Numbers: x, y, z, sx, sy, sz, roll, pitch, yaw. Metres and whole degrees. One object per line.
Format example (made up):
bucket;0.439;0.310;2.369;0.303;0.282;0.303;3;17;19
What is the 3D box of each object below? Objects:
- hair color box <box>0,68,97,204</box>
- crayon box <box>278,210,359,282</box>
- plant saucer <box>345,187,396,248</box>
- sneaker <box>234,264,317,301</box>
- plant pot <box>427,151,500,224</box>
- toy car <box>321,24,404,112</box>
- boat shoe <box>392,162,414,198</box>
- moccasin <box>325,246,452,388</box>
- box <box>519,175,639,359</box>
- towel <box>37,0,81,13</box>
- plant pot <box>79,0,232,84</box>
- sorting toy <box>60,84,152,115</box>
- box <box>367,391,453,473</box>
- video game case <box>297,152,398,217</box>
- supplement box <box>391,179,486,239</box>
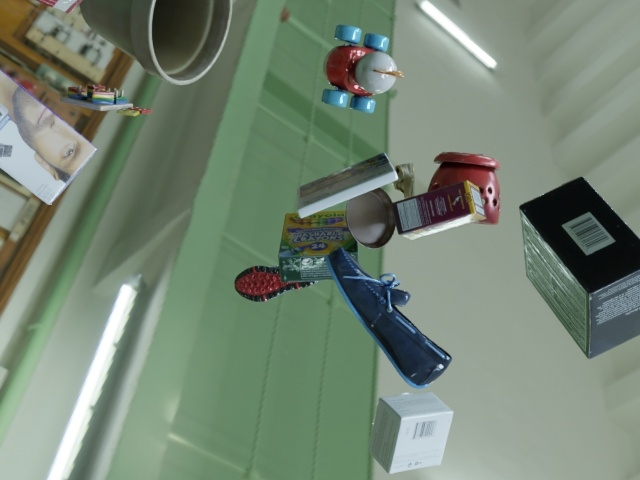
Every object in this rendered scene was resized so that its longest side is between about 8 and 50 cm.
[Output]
hair color box;-0.733;-0.263;1.897;0.185;0.339;0.110;-51;-164;-6
crayon box;0.000;0.000;2.107;0.323;0.203;0.083;-87;174;-66
plant saucer;0.123;-0.060;1.996;0.029;0.168;0.168;-11;-130;52
sneaker;-0.113;0.115;2.240;0.125;0.262;0.104;31;50;-83
plant pot;0.369;-0.132;1.999;0.191;0.191;0.174;-169;-92;-66
toy car;0.149;-0.458;2.147;0.238;0.210;0.219;24;-75;48
boat shoe;0.223;-0.156;2.109;0.170;0.059;0.063;-82;171;-60
moccasin;0.146;0.144;1.643;0.117;0.342;0.138;-38;179;11
box;0.624;0.064;1.842;0.183;0.294;0.296;-25;-130;-3
towel;-0.486;-0.522;1.299;0.237;0.329;0.037;-32;-118;25
plant pot;-0.420;-0.569;1.911;0.280;0.323;0.323;20;-108;22
sorting toy;-0.568;-0.370;2.019;0.132;0.275;0.046;-26;129;-63
box;0.249;0.533;2.185;0.119;0.181;0.181;38;-57;56
video game case;0.048;-0.112;1.560;0.201;0.023;0.183;-22;-163;5
supplement box;0.273;-0.068;1.808;0.188;0.104;0.080;-17;-103;23
